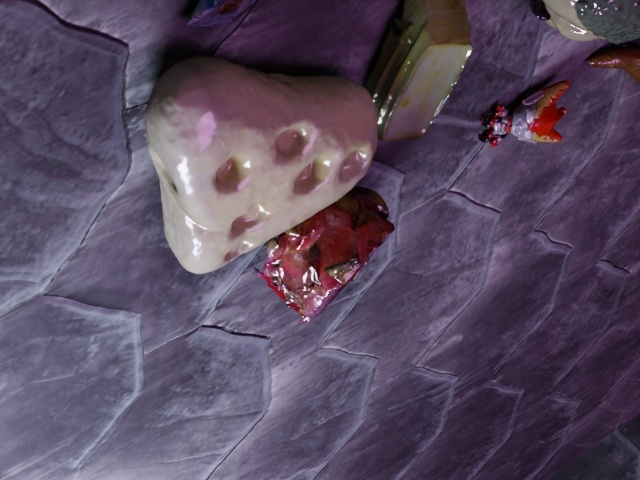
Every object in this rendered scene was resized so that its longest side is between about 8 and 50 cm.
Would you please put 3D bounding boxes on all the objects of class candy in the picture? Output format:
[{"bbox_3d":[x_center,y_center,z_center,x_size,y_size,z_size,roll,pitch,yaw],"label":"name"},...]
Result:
[{"bbox_3d":[-0.107,-0.298,1.591,0.088,0.038,0.136,-28,157,-51],"label":"candy"}]

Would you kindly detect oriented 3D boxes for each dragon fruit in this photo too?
[{"bbox_3d":[0.000,0.000,1.962,0.211,0.147,0.282,-48,175,0],"label":"dragon fruit"}]

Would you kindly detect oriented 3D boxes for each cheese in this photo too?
[{"bbox_3d":[-0.062,-0.139,1.752,0.328,0.129,0.351,-30,150,-18],"label":"cheese"}]

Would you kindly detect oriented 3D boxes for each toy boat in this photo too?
[{"bbox_3d":[0.132,-0.236,1.909,0.111,0.084,0.276,-11,138,-40],"label":"toy boat"}]

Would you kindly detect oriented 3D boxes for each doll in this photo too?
[{"bbox_3d":[0.391,-0.384,1.909,0.247,0.247,0.349,-51,156,14],"label":"doll"},{"bbox_3d":[0.330,-0.197,2.231,0.169,0.057,0.109,-11,123,-22],"label":"doll"}]

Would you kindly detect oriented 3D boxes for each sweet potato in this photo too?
[{"bbox_3d":[0.546,-0.297,2.360,0.078,0.058,0.255,-35,152,28],"label":"sweet potato"}]
